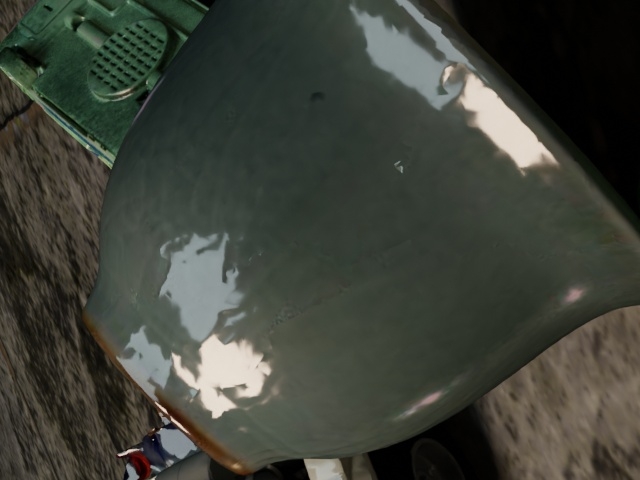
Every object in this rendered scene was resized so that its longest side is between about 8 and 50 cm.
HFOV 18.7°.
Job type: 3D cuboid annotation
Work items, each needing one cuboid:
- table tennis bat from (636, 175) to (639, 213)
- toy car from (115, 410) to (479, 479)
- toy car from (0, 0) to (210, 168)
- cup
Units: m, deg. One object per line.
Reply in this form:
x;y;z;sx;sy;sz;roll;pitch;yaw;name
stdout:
0.145;-0.064;0.513;0.160;0.039;0.257;62;155;18;table tennis bat
0.000;0.205;0.888;0.193;0.118;0.301;-28;82;31;toy car
-0.075;-0.069;0.944;0.224;0.090;0.076;38;172;48;toy car
0.000;0.000;0.653;0.199;0.150;0.199;45;-179;-1;cup
